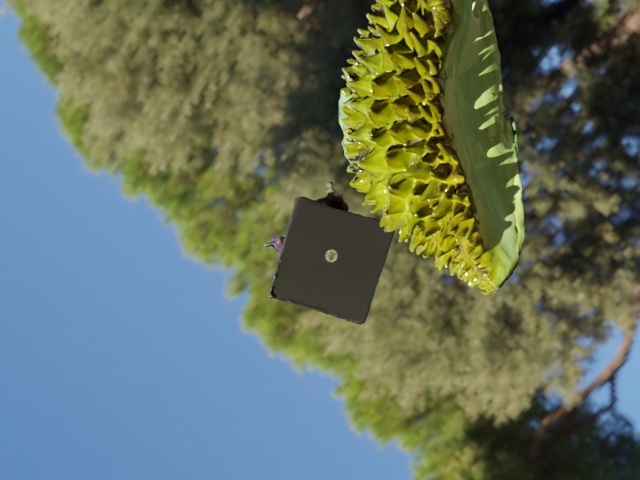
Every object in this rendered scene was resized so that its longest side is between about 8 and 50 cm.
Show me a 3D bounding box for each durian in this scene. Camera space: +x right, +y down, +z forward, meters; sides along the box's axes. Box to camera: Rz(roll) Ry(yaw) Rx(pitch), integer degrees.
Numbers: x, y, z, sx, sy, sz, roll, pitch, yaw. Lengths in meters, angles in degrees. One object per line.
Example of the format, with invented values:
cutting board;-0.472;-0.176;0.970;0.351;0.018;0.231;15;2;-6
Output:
durian;0.056;-0.079;0.797;0.095;0.221;0.137;-2;180;-9

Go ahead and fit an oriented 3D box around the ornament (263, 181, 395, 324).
ornament;0.003;-0.008;1.142;0.088;0.081;0.203;18;-168;-6
